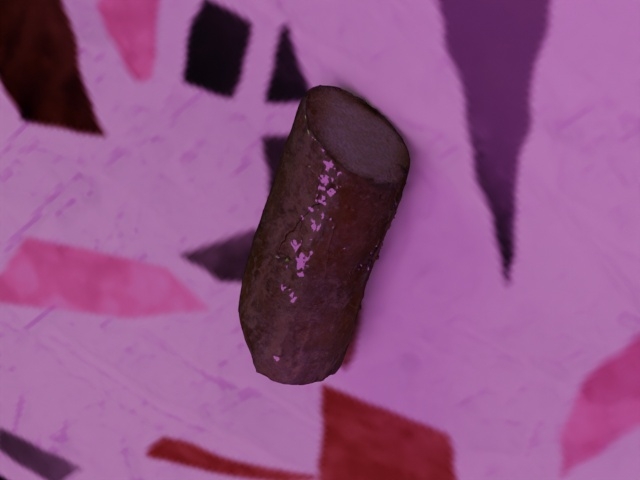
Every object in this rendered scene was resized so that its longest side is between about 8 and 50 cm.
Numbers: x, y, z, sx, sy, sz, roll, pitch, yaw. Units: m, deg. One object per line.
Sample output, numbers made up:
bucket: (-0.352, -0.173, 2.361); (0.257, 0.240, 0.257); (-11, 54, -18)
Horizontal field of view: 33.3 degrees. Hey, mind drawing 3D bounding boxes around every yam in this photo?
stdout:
yam: (0.000, 0.000, 0.354); (0.043, 0.043, 0.094); (25, 116, 11)
